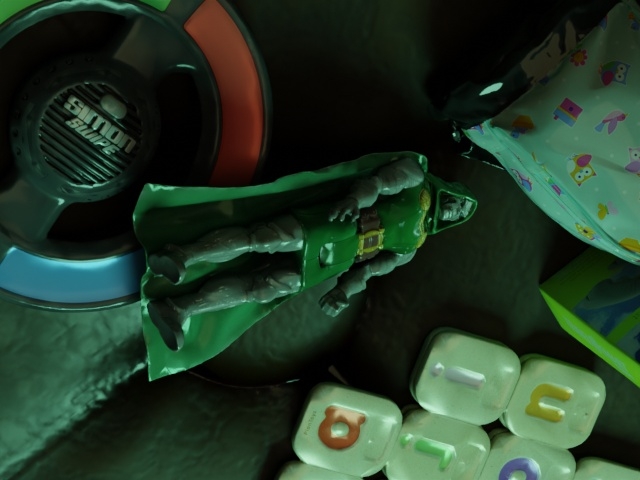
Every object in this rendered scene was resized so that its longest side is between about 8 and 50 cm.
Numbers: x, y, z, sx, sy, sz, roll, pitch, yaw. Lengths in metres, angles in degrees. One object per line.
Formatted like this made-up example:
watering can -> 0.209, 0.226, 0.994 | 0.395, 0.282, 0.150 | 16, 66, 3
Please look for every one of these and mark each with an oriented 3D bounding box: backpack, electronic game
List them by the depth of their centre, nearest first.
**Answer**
electronic game -> -0.138, -0.067, 1.102 | 0.229, 0.048, 0.229 | -6, 109, -17
backpack -> 0.176, -0.064, 1.156 | 0.152, 0.115, 0.182 | -42, 97, 6

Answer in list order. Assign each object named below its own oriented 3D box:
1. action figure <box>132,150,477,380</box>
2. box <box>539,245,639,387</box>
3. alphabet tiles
action figure -> 0.000, 0.000, 1.146 | 0.232, 0.063, 0.137 | -19, 131, -30
box -> 0.223, 0.040, 1.188 | 0.109, 0.178, 0.042 | -37, 115, -5
alphabet tiles -> 0.087, 0.203, 1.283 | 0.278, 0.021, 0.284 | 16, 101, -23
